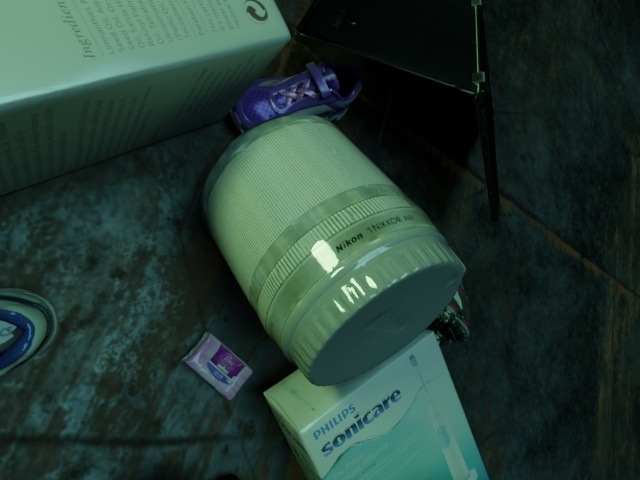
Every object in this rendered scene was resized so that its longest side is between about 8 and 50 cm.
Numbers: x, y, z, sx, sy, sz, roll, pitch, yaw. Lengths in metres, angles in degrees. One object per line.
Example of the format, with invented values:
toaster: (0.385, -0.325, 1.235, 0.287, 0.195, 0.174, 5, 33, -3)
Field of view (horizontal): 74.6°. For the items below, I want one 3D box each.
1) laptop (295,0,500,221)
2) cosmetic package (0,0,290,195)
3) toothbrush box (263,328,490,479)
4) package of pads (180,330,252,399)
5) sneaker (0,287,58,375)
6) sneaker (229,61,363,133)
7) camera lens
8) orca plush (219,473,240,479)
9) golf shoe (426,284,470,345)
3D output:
laptop: (0.184, -0.296, 0.779, 0.407, 0.237, 0.381, 62, 33, -40)
cosmetic package: (-0.282, -0.164, 0.403, 0.454, 0.230, 0.161, -32, 99, -33)
toothbrush box: (0.089, 0.288, 0.581, 0.217, 0.126, 0.295, -30, 106, -23)
package of pads: (-0.135, 0.164, 0.554, 0.083, 0.032, 0.050, 48, 62, -16)
sneaker: (-0.390, 0.106, 0.346, 0.297, 0.131, 0.111, -22, 95, -32)
sneaker: (-0.027, -0.226, 0.649, 0.237, 0.105, 0.095, -26, 97, -32)
camera lens: (0.000, 0.000, 0.506, 0.220, 0.219, 0.274, -14, 51, -33)
orca plush: (-0.093, 0.337, 0.512, 0.288, 0.151, 0.102, 28, 36, -22)
golf shoe: (0.180, 0.057, 0.747, 0.272, 0.105, 0.120, 59, 42, -17)
